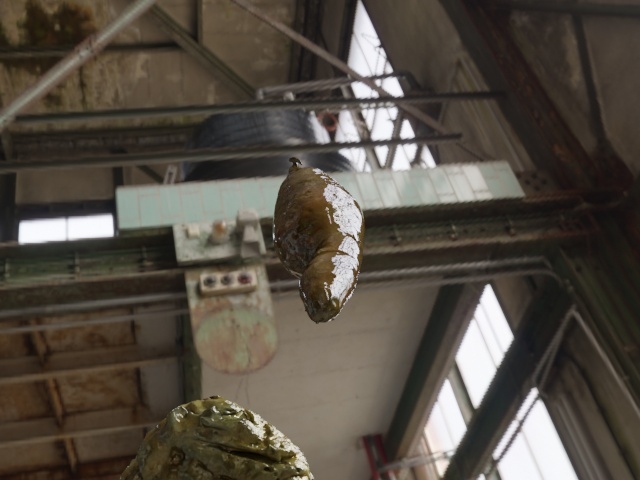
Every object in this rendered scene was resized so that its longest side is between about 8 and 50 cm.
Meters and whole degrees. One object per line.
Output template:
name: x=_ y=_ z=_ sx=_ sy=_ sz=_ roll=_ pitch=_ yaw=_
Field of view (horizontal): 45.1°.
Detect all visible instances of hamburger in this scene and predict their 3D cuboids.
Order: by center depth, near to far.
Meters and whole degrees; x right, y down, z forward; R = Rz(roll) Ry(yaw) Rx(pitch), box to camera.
hamburger: x=-0.092 y=0.255 z=0.693 sx=0.206 sy=0.183 sz=0.130 roll=-62 pitch=-17 yaw=-9

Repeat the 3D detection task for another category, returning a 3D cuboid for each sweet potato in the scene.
sweet potato: x=0.001 y=0.002 z=0.587 sx=0.074 sy=0.269 sz=0.075 roll=-2 pitch=-67 yaw=-5
